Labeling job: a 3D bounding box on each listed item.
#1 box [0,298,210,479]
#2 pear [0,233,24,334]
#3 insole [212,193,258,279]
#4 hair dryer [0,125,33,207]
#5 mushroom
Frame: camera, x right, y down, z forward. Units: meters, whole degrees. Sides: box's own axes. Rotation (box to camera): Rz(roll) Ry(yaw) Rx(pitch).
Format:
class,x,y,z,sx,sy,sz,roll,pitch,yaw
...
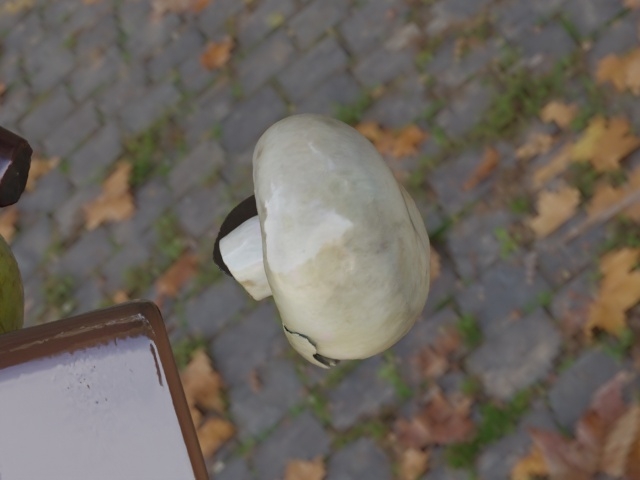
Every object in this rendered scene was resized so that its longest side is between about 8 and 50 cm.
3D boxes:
class,x,y,z,sx,sy,sz,roll,pitch,yaw
box,-0.231,0.188,1.763,0.229,0.239,0.339,-16,0,-5
pear,-0.464,0.076,2.108,0.283,0.283,0.283,-27,35,21
insole,-0.022,-0.032,2.068,0.111,0.007,0.328,27,35,14
hair dryer,-0.334,-0.207,1.548,0.312,0.123,0.340,19,66,7
mushroom,0.000,0.000,1.146,0.122,0.154,0.154,-14,40,16
